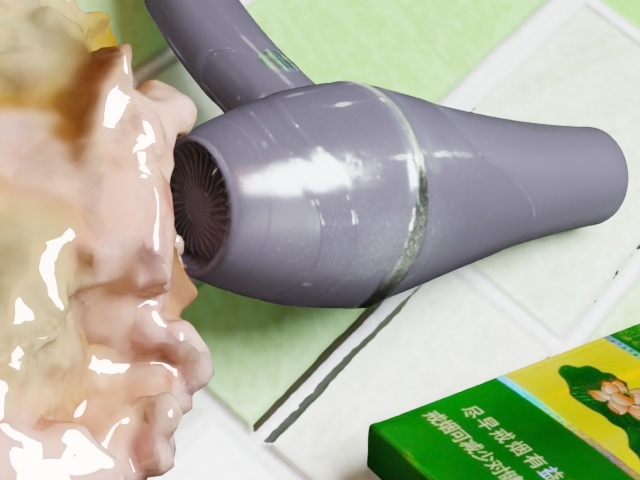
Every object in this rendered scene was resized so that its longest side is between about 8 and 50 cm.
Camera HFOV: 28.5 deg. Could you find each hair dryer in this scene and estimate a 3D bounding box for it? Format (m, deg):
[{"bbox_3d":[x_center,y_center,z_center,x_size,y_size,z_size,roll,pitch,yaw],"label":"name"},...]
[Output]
[{"bbox_3d":[-0.008,-0.112,0.758,0.301,0.121,0.361,-7,48,-39],"label":"hair dryer"}]

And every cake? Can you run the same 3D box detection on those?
[{"bbox_3d":[-0.201,0.069,0.495,0.293,0.314,0.307,14,56,-7],"label":"cake"}]

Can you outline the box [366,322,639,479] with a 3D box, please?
[{"bbox_3d":[0.157,0.105,0.663,0.235,0.034,0.132,-16,32,-30],"label":"box"}]
